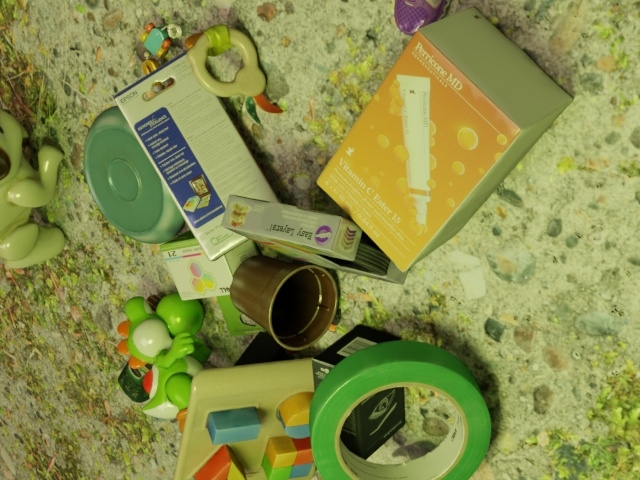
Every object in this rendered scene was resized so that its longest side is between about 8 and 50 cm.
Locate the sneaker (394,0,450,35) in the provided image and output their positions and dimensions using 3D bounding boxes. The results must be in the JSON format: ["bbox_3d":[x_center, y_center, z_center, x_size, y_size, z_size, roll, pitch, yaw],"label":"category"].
[{"bbox_3d":[0.149,-0.413,1.455,0.095,0.104,0.236,34,131,21],"label":"sneaker"}]

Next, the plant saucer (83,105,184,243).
[{"bbox_3d":[-0.417,-0.135,2.127,0.317,0.043,0.318,17,120,32],"label":"plant saucer"}]

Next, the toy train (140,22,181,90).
[{"bbox_3d":[-0.293,-0.349,1.915,0.125,0.046,0.166,10,116,27],"label":"toy train"}]

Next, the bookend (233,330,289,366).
[{"bbox_3d":[-0.120,0.304,2.056,0.072,0.157,0.156,16,146,34],"label":"bookend"}]

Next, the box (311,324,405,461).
[{"bbox_3d":[0.075,0.292,1.857,0.108,0.153,0.207,16,121,35],"label":"box"}]

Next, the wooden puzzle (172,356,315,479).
[{"bbox_3d":[-0.121,0.400,1.976,0.080,0.322,0.348,-121,36,-48],"label":"wooden puzzle"}]

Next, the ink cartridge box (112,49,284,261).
[{"bbox_3d":[-0.229,-0.161,1.877,0.175,0.069,0.371,-31,93,6],"label":"ink cartridge box"}]

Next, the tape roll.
[{"bbox_3d":[0.140,0.334,1.741,0.321,0.077,0.321,-2,115,-4],"label":"tape roll"}]

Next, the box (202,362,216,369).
[{"bbox_3d":[-0.185,0.361,2.180,0.324,0.067,0.063,23,126,29],"label":"box"}]

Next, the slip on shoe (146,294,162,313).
[{"bbox_3d":[-0.346,0.178,2.242,0.135,0.051,0.041,38,172,9],"label":"slip on shoe"}]

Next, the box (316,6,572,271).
[{"bbox_3d":[0.183,-0.152,1.517,0.215,0.168,0.345,46,134,12],"label":"box"}]

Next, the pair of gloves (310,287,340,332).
[{"bbox_3d":[0.005,0.139,1.938,0.083,0.010,0.074,29,128,25],"label":"pair of gloves"}]

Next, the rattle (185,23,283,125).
[{"bbox_3d":[-0.169,-0.300,1.816,0.199,0.130,0.143,42,151,-22],"label":"rattle"}]

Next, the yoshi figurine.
[{"bbox_3d":[-0.288,0.248,2.103,0.362,0.203,0.203,55,127,24],"label":"yoshi figurine"}]

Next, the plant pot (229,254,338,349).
[{"bbox_3d":[-0.080,0.108,1.892,0.165,0.167,0.167,21,125,48],"label":"plant pot"}]

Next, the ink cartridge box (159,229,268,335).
[{"bbox_3d":[-0.201,0.099,2.033,0.189,0.097,0.255,-10,105,43],"label":"ink cartridge box"}]

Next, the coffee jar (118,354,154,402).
[{"bbox_3d":[-0.421,0.305,2.343,0.096,0.079,0.184,47,135,16],"label":"coffee jar"}]

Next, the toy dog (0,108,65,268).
[{"bbox_3d":[-0.787,-0.138,2.220,0.284,0.395,0.408,46,143,25],"label":"toy dog"}]

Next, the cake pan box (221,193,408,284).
[{"bbox_3d":[0.000,0.000,1.714,0.267,0.245,0.070,12,84,36],"label":"cake pan box"}]
